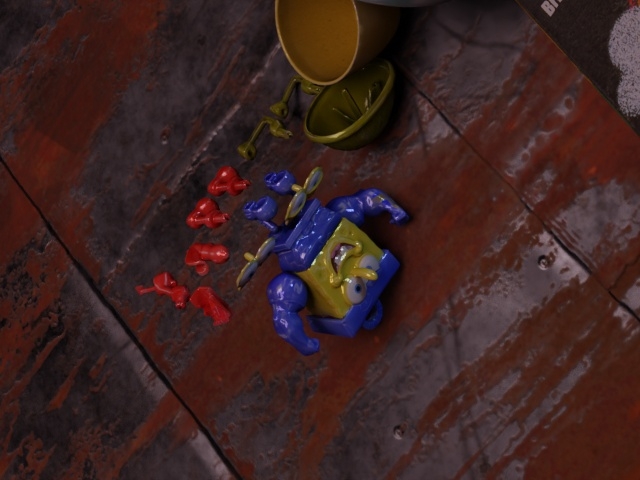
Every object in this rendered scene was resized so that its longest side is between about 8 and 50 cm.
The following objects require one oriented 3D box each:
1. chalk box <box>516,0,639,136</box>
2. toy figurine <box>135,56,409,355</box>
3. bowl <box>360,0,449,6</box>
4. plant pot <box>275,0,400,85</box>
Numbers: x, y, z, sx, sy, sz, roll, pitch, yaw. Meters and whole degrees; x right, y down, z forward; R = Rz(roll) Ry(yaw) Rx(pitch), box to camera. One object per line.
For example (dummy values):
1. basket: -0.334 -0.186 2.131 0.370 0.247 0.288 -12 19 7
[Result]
1. chalk box: 0.235 -0.217 1.010 0.289 0.179 0.180 55 132 26
2. toy figurine: 0.000 0.000 1.673 0.191 0.217 0.362 -6 42 49
3. bowl: 0.075 -0.342 1.538 0.311 0.311 0.163 29 126 32
4. plant pot: 0.029 -0.242 1.655 0.134 0.095 0.134 22 120 43
